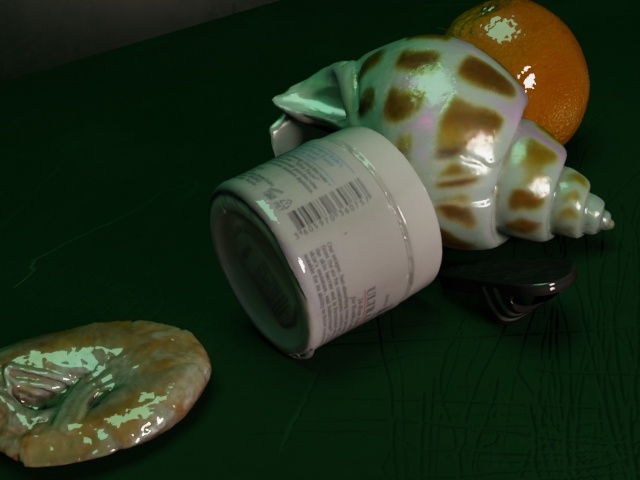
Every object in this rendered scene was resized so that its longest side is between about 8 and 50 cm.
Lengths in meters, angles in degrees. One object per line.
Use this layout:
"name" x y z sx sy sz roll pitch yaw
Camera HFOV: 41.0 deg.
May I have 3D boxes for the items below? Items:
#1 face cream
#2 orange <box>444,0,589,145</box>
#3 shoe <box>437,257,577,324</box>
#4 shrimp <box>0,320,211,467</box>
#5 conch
"face cream" 0.000 0.000 0.799 0.153 0.177 0.177 -28 29 -24
"orange" 0.230 -0.193 1.045 0.206 0.206 0.206 -11 26 6
"shoe" 0.171 0.048 0.776 0.071 0.049 0.179 -19 7 -21
"shrimp" -0.254 0.144 0.761 0.317 0.077 0.168 -13 29 -5
"conch" 0.116 -0.088 0.910 0.197 0.249 0.368 1 30 -39
